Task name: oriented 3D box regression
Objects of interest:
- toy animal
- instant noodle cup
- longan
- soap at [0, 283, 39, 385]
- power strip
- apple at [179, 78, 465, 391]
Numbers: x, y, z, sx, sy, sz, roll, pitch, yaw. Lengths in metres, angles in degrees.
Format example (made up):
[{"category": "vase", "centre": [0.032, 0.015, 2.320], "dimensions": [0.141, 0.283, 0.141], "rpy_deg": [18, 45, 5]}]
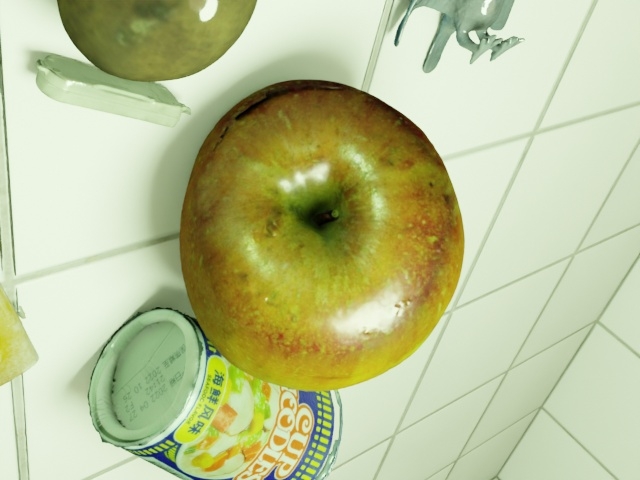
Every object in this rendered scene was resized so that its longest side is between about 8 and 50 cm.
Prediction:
[{"category": "toy animal", "centre": [0.211, -0.331, 1.003], "dimensions": [0.239, 0.176, 0.255], "rpy_deg": [-11, 169, -37]}, {"category": "instant noodle cup", "centre": [-0.161, 0.243, 1.086], "dimensions": [0.284, 0.284, 0.312], "rpy_deg": [-46, 138, 2]}, {"category": "longan", "centre": [-0.142, -0.227, 0.649], "dimensions": [0.187, 0.167, 0.167], "rpy_deg": [-45, 148, 2]}, {"category": "soap", "centre": [-0.411, 0.064, 0.747], "dimensions": [0.173, 0.089, 0.274], "rpy_deg": [-29, 144, -22]}, {"category": "power strip", "centre": [-0.208, -0.151, 0.763], "dimensions": [0.191, 0.047, 0.030], "rpy_deg": [7, 126, -50]}, {"category": "apple", "centre": [0.000, 0.000, 0.951], "dimensions": [0.374, 0.374, 0.383], "rpy_deg": [34, 61, -57]}]
